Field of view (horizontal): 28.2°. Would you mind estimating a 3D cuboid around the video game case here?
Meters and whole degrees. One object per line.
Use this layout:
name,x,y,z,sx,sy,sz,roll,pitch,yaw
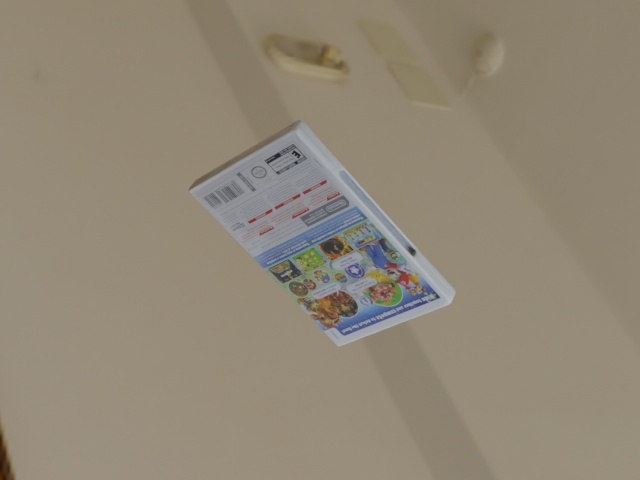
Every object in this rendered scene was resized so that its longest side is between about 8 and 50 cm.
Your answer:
video game case,0.000,0.000,0.653,0.087,0.122,0.011,-26,-155,43
